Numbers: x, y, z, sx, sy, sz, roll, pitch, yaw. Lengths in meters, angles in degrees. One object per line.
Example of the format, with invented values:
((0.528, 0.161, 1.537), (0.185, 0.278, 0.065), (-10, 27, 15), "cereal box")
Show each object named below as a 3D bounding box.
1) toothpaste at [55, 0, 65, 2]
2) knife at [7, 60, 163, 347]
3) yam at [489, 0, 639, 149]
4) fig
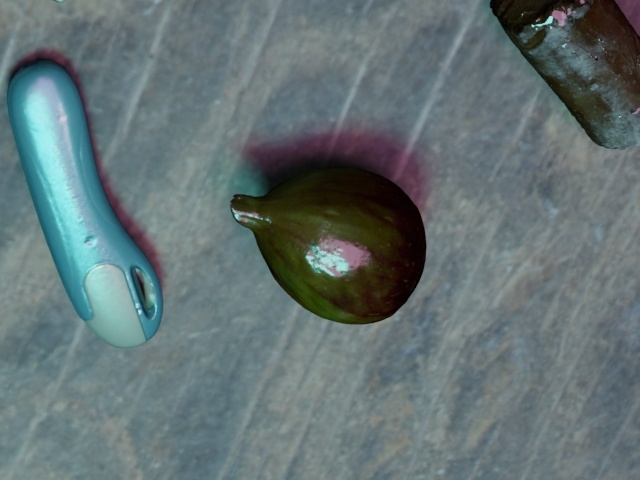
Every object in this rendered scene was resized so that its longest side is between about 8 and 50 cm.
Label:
((-0.136, -0.241, 1.055), (0.048, 0.029, 0.197), (24, 110, -23), "toothpaste")
((-0.162, -0.021, 1.158), (0.064, 0.031, 0.222), (-18, 116, -3), "knife")
((0.186, -0.131, 1.182), (0.079, 0.079, 0.141), (-40, 121, 5), "yam")
((0.000, 0.000, 1.176), (0.155, 0.103, 0.109), (11, 90, -31), "fig")
